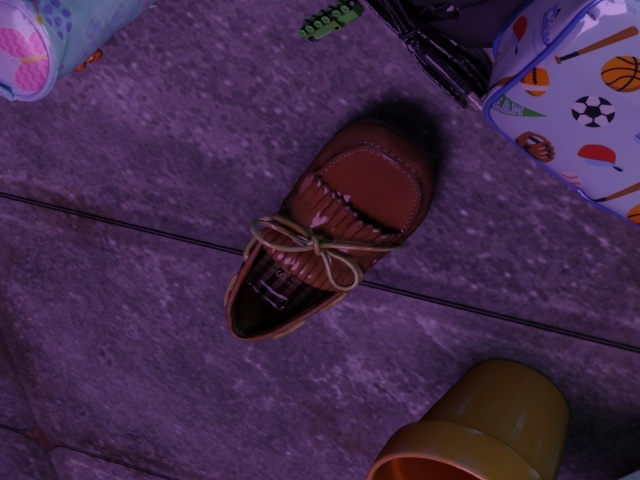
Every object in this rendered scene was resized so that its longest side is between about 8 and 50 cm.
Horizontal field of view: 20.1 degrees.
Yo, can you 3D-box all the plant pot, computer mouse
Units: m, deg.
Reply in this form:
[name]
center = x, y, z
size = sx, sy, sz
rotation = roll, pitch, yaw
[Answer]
[plant pot]
center = 0.182, 0.240, 1.983
size = 0.205, 0.188, 0.205
rotation = 21, 140, 19
[computer mouse]
center = 0.149, -0.218, 1.613
size = 0.188, 0.072, 0.272
rotation = 47, 141, -14

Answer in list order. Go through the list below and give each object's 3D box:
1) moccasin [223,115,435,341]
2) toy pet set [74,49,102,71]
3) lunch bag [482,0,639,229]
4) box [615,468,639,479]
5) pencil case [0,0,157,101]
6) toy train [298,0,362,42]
[moccasin]
center = -0.002, -0.002, 1.894
size = 0.139, 0.147, 0.380
rotation = 41, 142, -9
[toy pet set]
center = -0.281, -0.225, 1.929
size = 0.114, 0.065, 0.122
rotation = -11, 124, 43
[lunch bag]
center = 0.309, -0.122, 1.527
size = 0.303, 0.115, 0.243
rotation = 28, 138, -16
[box]
center = 0.339, 0.372, 1.865
size = 0.168, 0.345, 0.215
rotation = -123, 15, -47
[pencil case]
center = -0.221, -0.238, 1.708
size = 0.113, 0.273, 0.124
rotation = 39, 136, 4
[toy train]
center = 0.010, -0.214, 1.766
size = 0.024, 0.017, 0.083
rotation = 39, 144, -23
